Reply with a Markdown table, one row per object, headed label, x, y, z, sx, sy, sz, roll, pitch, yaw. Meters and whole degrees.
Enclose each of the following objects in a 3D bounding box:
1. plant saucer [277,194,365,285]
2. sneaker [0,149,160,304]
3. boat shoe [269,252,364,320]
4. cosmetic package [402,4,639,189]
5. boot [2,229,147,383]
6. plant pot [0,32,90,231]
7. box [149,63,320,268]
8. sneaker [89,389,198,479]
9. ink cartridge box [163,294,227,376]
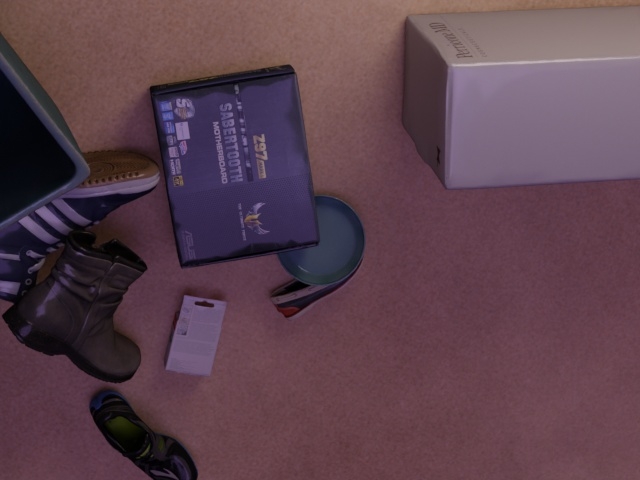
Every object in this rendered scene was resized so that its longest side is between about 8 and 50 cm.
| label | x | y | z | sx | sy | sz | roll | pitch | yaw |
| --- | --- | --- | --- | --- | --- | --- | --- | --- | --- |
| plant saucer | 0.000 | 0.000 | 2.033 | 0.119 | 0.021 | 0.119 | 0 | 89 | 4 |
| sneaker | -0.331 | -0.015 | 1.944 | 0.282 | 0.099 | 0.153 | -11 | 116 | -4 |
| boat shoe | -0.004 | 0.053 | 2.064 | 0.137 | 0.049 | 0.043 | -35 | 113 | 11 |
| cosmetic package | 0.346 | -0.186 | 1.921 | 0.453 | 0.230 | 0.161 | -4 | 114 | -9 |
| boot | -0.269 | 0.085 | 1.960 | 0.161 | 0.083 | 0.246 | -47 | 145 | 9 |
| plant pot | -0.442 | -0.160 | 1.762 | 0.247 | 0.252 | 0.248 | -30 | 128 | 4 |
| box | -0.107 | -0.093 | 1.955 | 0.183 | 0.059 | 0.233 | -9 | 107 | -7 |
| sneaker | -0.242 | 0.282 | 2.104 | 0.067 | 0.078 | 0.188 | -40 | 115 | 9 |
| ink cartridge box | -0.167 | 0.123 | 2.074 | 0.063 | 0.029 | 0.115 | 10 | 111 | -14 |
